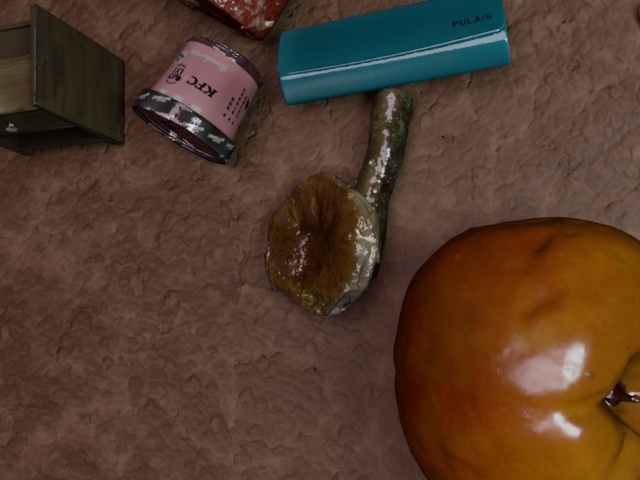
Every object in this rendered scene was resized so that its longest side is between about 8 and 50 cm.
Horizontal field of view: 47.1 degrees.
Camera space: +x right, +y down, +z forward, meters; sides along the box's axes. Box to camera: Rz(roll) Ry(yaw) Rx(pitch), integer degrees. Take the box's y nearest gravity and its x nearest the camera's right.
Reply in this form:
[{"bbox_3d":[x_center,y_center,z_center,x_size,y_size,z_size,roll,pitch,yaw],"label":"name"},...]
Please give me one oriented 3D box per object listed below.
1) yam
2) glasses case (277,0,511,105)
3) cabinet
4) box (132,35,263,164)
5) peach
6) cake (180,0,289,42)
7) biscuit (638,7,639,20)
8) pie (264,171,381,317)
[{"bbox_3d":[0.075,-0.078,0.988,0.061,0.061,0.252,11,86,17],"label":"yam"},{"bbox_3d":[0.094,-0.263,0.980,0.301,0.070,0.117,-7,48,13],"label":"glasses case"},{"bbox_3d":[-0.418,-0.217,1.065,0.175,0.215,0.148,-5,81,15],"label":"cabinet"},{"bbox_3d":[-0.164,-0.200,1.033,0.151,0.151,0.135,29,82,17],"label":"box"},{"bbox_3d":[0.229,0.143,0.782,0.302,0.343,0.342,-1,80,57],"label":"peach"},{"bbox_3d":[-0.159,-0.404,1.038,0.283,0.177,0.150,37,93,18],"label":"cake"},{"bbox_3d":[0.491,-0.366,0.926,0.153,0.030,0.234,17,88,15],"label":"biscuit"},{"bbox_3d":[0.000,0.000,0.969,0.195,0.046,0.195,-11,74,40],"label":"pie"}]
